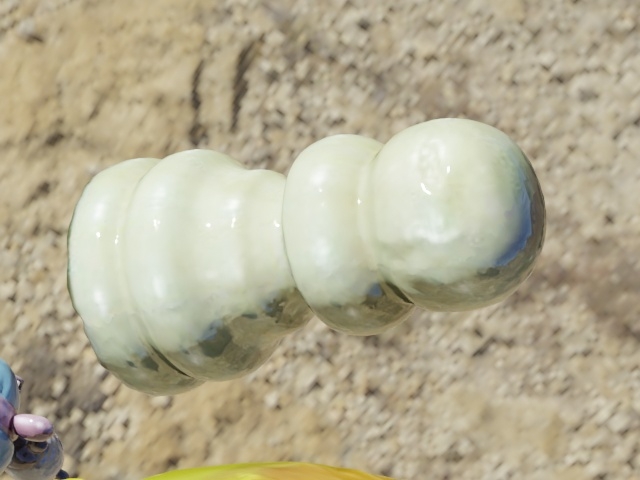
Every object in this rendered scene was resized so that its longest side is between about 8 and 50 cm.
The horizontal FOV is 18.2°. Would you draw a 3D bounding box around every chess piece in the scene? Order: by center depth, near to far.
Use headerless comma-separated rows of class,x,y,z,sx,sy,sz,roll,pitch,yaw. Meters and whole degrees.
chess piece,0.000,0.000,1.037,0.133,0.243,0.133,27,57,-52

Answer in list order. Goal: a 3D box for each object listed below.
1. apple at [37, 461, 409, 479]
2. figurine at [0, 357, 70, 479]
apple,-0.055,0.220,0.475,0.374,0.384,0.374,6,17,-2
figurine,-0.263,0.134,1.359,0.205,0.260,0.103,39,67,-20
